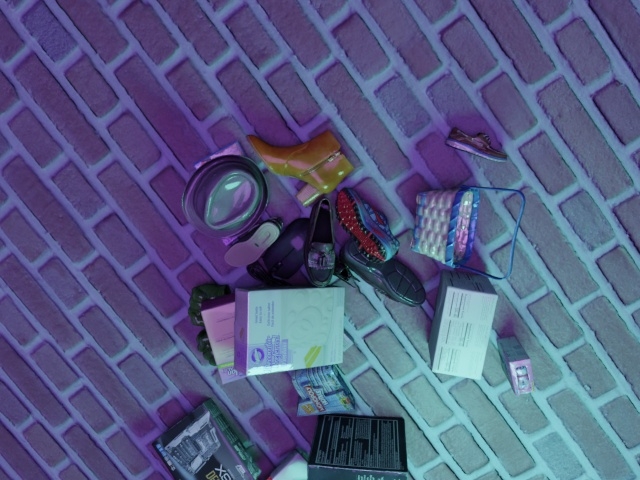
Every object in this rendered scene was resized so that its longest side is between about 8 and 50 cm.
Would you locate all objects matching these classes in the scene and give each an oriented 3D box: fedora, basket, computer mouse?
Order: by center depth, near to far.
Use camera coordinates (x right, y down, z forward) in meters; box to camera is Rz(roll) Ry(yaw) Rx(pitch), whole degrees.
[{"bbox_3d":[0.418,-0.041,1.555,0.288,0.201,0.255,18,107,34],"label":"basket"},{"bbox_3d":[-0.277,-0.119,1.618,0.275,0.124,0.244,-45,110,2],"label":"fedora"},{"bbox_3d":[-0.098,0.052,1.714,0.188,0.072,0.272,37,104,-2],"label":"computer mouse"}]

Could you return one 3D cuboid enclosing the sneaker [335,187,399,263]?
[{"bbox_3d":[0.144,-0.050,1.660,0.104,0.125,0.262,-44,71,43],"label":"sneaker"}]

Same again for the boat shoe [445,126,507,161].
[{"bbox_3d":[0.460,-0.279,1.583,0.183,0.066,0.066,19,102,2],"label":"boat shoe"}]

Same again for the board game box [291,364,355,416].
[{"bbox_3d":[-0.013,0.500,1.787,0.194,0.060,0.194,-21,119,15],"label":"board game box"}]

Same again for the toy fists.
[{"bbox_3d":[-0.349,0.279,1.780,0.142,0.096,0.279,-10,102,9],"label":"toy fists"}]

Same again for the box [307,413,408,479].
[{"bbox_3d":[0.120,0.704,1.720,0.293,0.296,0.183,3,103,6],"label":"box"}]

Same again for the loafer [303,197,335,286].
[{"bbox_3d":[0.000,0.000,1.623,0.096,0.084,0.268,3,70,-7],"label":"loafer"}]

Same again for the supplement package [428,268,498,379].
[{"bbox_3d":[0.419,0.243,1.631,0.145,0.204,0.262,9,103,6],"label":"supplement package"}]

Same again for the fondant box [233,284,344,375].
[{"bbox_3d":[-0.088,0.256,1.617,0.330,0.096,0.238,1,91,-32],"label":"fondant box"}]

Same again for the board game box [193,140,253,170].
[{"bbox_3d":[-0.298,-0.226,1.676,0.154,0.026,0.103,-28,96,-4],"label":"board game box"}]

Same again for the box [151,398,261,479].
[{"bbox_3d":[-0.386,0.737,1.849,0.242,0.076,0.307,-38,81,8],"label":"box"}]

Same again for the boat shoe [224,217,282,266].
[{"bbox_3d":[-0.209,0.007,1.719,0.233,0.079,0.084,-36,108,27],"label":"boat shoe"}]

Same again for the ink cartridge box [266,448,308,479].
[{"bbox_3d":[-0.077,0.899,1.857,0.239,0.060,0.275,-42,96,-15],"label":"ink cartridge box"}]

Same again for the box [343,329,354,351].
[{"bbox_3d":[-0.006,0.337,1.784,0.186,0.038,0.145,-42,94,14],"label":"box"}]

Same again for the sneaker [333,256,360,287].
[{"bbox_3d":[0.048,0.075,1.680,0.051,0.089,0.170,-46,118,-13],"label":"sneaker"}]

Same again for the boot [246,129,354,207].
[{"bbox_3d":[-0.057,-0.265,1.636,0.211,0.104,0.295,-43,97,7],"label":"boot"}]

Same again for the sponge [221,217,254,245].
[{"bbox_3d":[-0.314,-0.100,1.724,0.117,0.031,0.210,-36,96,10],"label":"sponge"}]

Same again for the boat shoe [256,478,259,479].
[{"bbox_3d":[-0.374,0.886,1.914,0.335,0.095,0.112,-4,102,7],"label":"boat shoe"}]

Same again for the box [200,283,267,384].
[{"bbox_3d":[-0.234,0.285,1.691,0.213,0.117,0.243,-16,101,-8],"label":"box"}]

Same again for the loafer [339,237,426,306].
[{"bbox_3d":[0.190,0.105,1.696,0.302,0.095,0.109,37,60,-4],"label":"loafer"}]

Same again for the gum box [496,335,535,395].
[{"bbox_3d":[0.591,0.377,1.650,0.062,0.188,0.107,-13,100,9],"label":"gum box"}]
